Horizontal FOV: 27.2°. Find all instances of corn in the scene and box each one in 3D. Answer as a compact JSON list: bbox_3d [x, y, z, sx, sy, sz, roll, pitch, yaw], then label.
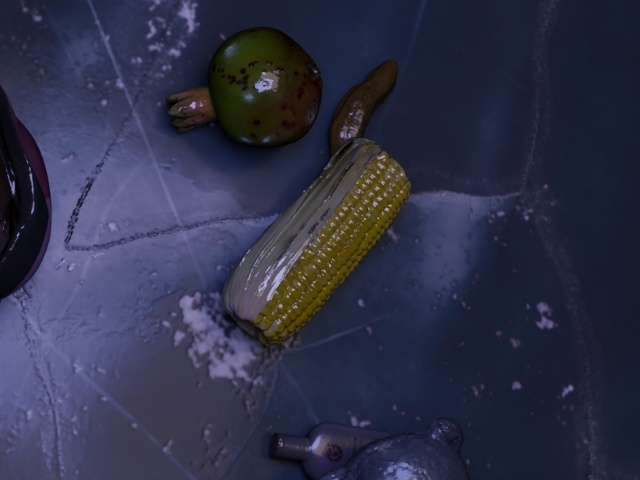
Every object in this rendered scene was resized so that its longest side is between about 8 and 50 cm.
[{"bbox_3d":[-0.004,-0.002,1.696,0.123,0.122,0.305,45,70,-8],"label":"corn"}]

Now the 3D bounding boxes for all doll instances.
[{"bbox_3d":[0.152,0.383,1.643,0.246,0.158,0.340,-33,105,-19],"label":"doll"}]

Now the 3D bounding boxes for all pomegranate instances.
[{"bbox_3d":[-0.094,-0.186,1.694,0.205,0.159,0.159,-14,84,4],"label":"pomegranate"}]

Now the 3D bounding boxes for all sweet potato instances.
[{"bbox_3d":[0.055,-0.182,1.789,0.054,0.053,0.182,29,69,6],"label":"sweet potato"}]

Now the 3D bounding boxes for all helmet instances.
[{"bbox_3d":[-0.398,-0.044,1.544,0.198,0.154,0.253,-8,70,17],"label":"helmet"}]

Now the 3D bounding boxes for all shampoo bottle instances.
[{"bbox_3d":[0.017,0.274,1.694,0.165,0.040,0.080,13,82,-19],"label":"shampoo bottle"}]
